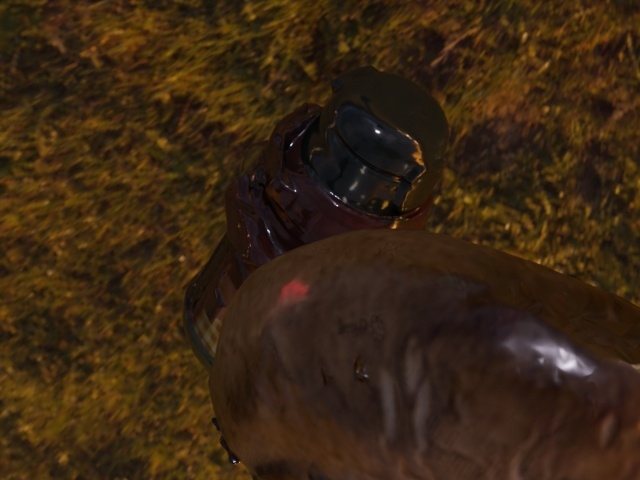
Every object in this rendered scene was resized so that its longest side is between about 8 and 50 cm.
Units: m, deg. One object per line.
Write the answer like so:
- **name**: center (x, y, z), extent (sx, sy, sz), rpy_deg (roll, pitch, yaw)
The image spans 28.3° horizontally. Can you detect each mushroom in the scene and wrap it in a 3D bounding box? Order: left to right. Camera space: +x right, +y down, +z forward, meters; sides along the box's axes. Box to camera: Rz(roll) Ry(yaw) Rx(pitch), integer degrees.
- **mushroom**: center (0.093, 0.076, 0.490), extent (0.285, 0.156, 0.151), rpy_deg (26, 143, 4)

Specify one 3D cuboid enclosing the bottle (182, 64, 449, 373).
- **bottle**: center (0.000, 0.000, 0.888), extent (0.156, 0.143, 0.271), rpy_deg (51, 138, 18)
